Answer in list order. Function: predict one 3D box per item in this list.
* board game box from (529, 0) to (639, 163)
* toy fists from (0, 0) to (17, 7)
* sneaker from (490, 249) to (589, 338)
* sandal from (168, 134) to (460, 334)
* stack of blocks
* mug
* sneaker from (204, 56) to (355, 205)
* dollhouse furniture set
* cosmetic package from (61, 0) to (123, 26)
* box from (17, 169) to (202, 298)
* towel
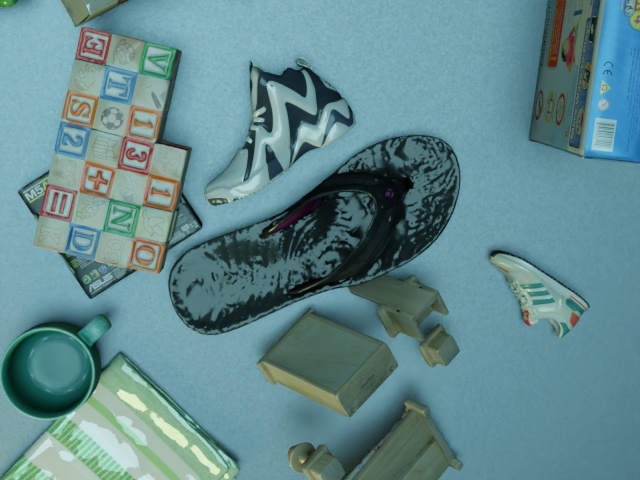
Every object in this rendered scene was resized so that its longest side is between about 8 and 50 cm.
[{"bbox_3d":[0.362,-0.264,1.734,0.086,0.302,0.308,6,98,-4],"label":"board game box"},{"bbox_3d":[-0.514,-0.390,1.769,0.279,0.096,0.142,22,78,0],"label":"toy fists"},{"bbox_3d":[0.299,0.079,1.903,0.161,0.057,0.075,32,90,-9],"label":"sneaker"},{"bbox_3d":[0.000,0.003,1.843,0.446,0.107,0.167,-29,89,2],"label":"sandal"},{"bbox_3d":[-0.261,-0.120,1.790,0.171,0.087,0.297,13,95,-2],"label":"stack of blocks"},{"bbox_3d":[-0.357,0.175,1.862,0.158,0.097,0.129,-10,93,0],"label":"mug"},{"bbox_3d":[-0.085,-0.161,1.833,0.235,0.094,0.153,-33,97,2],"label":"sneaker"},{"bbox_3d":[0.083,0.265,1.922,0.303,0.174,0.355,-45,128,-21],"label":"dollhouse furniture set"},{"bbox_3d":[-0.215,-0.412,1.732,0.296,0.129,0.153,-32,102,-15],"label":"cosmetic package"},{"bbox_3d":[-0.290,-0.044,1.864,0.191,0.045,0.184,-33,95,2],"label":"box"},{"bbox_3d":[-0.309,0.360,1.922,0.248,0.038,0.325,44,93,-7],"label":"towel"}]
